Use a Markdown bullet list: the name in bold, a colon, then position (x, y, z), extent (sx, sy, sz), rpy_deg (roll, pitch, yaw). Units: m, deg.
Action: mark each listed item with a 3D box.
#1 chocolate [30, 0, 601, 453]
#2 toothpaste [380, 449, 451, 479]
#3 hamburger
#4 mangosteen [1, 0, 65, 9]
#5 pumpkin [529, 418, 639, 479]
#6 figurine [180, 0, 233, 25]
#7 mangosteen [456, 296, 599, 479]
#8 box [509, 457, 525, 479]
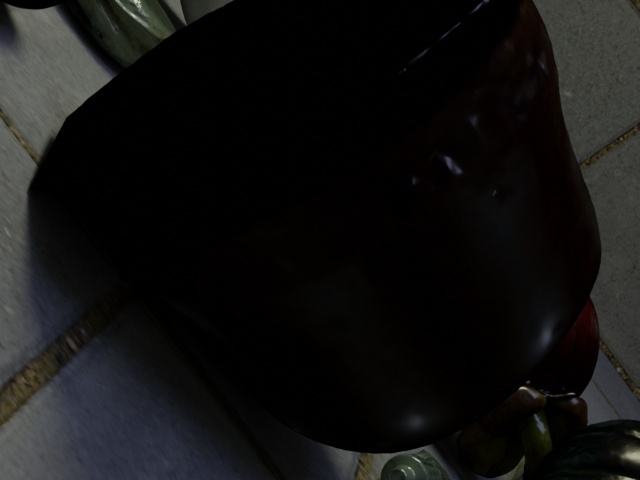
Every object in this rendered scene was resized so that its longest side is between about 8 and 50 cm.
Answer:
- **chocolate**: position (0.031, -0.009, 1.208), extent (0.383, 0.384, 0.331), rpy_deg (-97, 163, -68)
- **toothpaste**: position (0.092, 0.214, 1.482), extent (0.064, 0.041, 0.218), rpy_deg (51, 6, 15)
- **hamburger**: position (-0.192, -0.221, 1.529), extent (0.140, 0.062, 0.133), rpy_deg (51, 8, -7)
- **mangosteen**: position (-0.240, -0.244, 1.281), extent (0.140, 0.140, 0.140), rpy_deg (51, 12, -15)
- **pumpkin**: position (0.254, 0.289, 1.550), extent (0.248, 0.248, 0.248), rpy_deg (51, 12, -15)
- **figurine**: position (-0.149, -0.324, 1.810), extent (0.421, 0.154, 0.193), rpy_deg (48, 35, -55)
- **mangosteen**: position (0.197, 0.138, 1.741), extent (0.215, 0.215, 0.257), rpy_deg (35, 43, -59)
- **box**: position (0.315, 0.360, 1.878), extent (0.256, 0.069, 0.164), rpy_deg (56, 11, 4)
